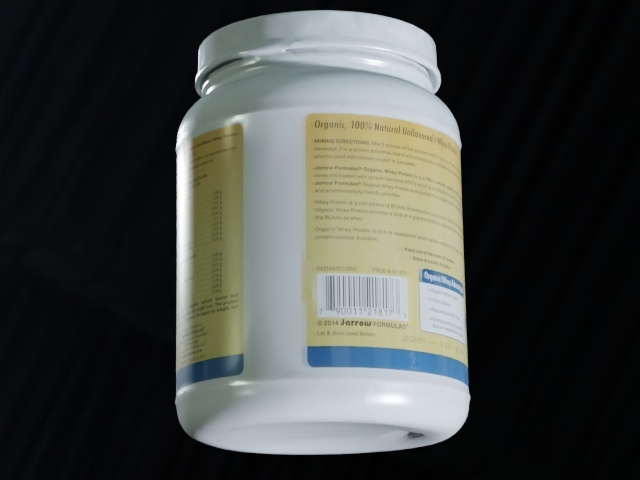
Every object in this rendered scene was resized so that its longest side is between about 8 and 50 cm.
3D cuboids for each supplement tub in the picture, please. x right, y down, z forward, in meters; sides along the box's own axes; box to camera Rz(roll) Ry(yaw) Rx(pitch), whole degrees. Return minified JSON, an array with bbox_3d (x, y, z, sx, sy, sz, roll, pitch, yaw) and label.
[{"bbox_3d":[0.000,0.000,0.933,0.144,0.199,0.144,0,166,0],"label":"supplement tub"}]
